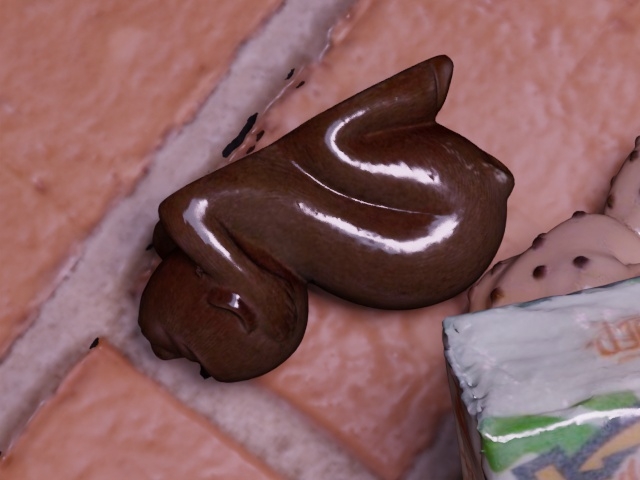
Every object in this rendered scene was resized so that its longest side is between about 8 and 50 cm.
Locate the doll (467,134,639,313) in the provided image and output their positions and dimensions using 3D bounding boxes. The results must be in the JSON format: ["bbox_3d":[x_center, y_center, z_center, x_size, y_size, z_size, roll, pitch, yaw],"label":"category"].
[{"bbox_3d":[0.207,0.005,1.061,0.278,0.154,0.119,-42,108,-8],"label":"doll"}]

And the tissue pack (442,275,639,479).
[{"bbox_3d":[0.201,0.164,0.953,0.228,0.311,0.128,-13,36,-1],"label":"tissue pack"}]

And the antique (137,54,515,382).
[{"bbox_3d":[0.000,0.000,1.087,0.257,0.121,0.143,-27,88,-10],"label":"antique"}]
